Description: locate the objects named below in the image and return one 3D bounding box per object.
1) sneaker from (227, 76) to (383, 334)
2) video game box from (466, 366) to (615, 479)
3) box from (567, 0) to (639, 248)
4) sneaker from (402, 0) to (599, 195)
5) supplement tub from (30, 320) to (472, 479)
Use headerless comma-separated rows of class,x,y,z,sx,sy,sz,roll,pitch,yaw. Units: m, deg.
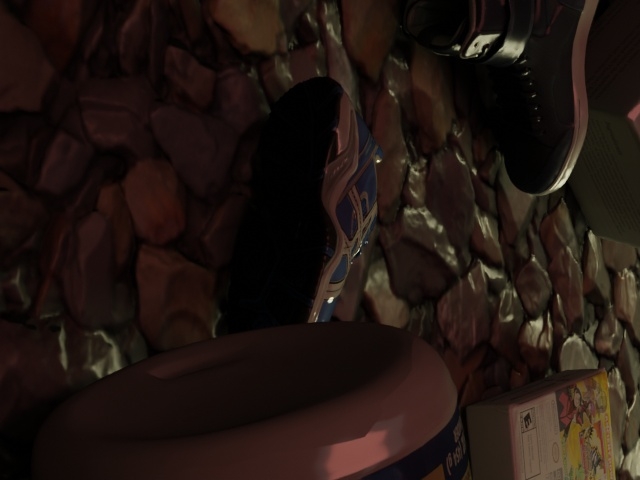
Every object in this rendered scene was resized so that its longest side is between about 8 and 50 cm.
sneaker,0.000,0.000,1.056,0.081,0.080,0.211,38,58,-44
video game box,0.188,0.219,1.343,0.187,0.048,0.205,-8,94,-54
box,0.305,-0.111,1.432,0.181,0.119,0.182,-46,127,-20
sneaker,0.135,-0.130,1.272,0.163,0.086,0.226,-17,120,-38
supplement tub,-0.015,0.222,0.884,0.228,0.228,0.316,-28,110,-53
